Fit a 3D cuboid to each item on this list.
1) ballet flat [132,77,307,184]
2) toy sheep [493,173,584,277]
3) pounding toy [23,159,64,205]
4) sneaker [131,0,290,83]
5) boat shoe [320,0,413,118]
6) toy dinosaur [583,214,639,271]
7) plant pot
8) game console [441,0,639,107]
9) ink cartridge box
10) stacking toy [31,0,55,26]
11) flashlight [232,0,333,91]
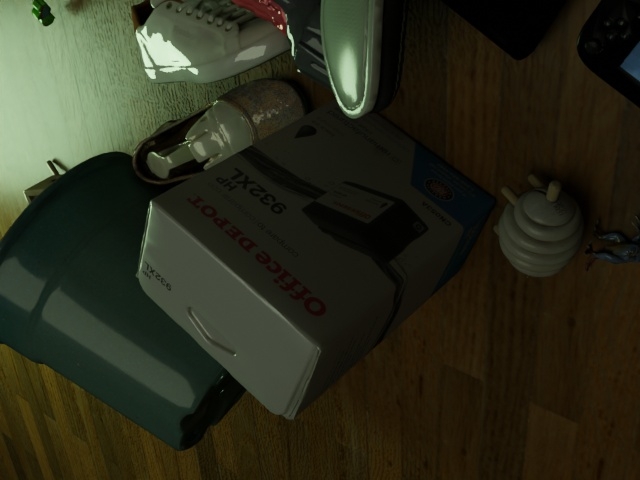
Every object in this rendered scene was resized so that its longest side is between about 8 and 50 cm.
[{"bbox_3d":[-0.145,-0.125,1.081,0.316,0.106,0.108,-14,106,48],"label":"ballet flat"},{"bbox_3d":[0.217,-0.014,0.816,0.091,0.091,0.132,32,153,26],"label":"toy sheep"},{"bbox_3d":[-0.440,-0.068,1.439,0.141,0.100,0.130,-2,116,34],"label":"pounding toy"},{"bbox_3d":[-0.140,-0.258,0.983,0.290,0.106,0.123,6,123,44],"label":"sneaker"},{"bbox_3d":[0.056,-0.258,0.719,0.114,0.091,0.303,-173,81,-64],"label":"boat shoe"},{"bbox_3d":[0.302,0.006,0.797,0.082,0.047,0.090,20,163,24],"label":"toy dinosaur"},{"bbox_3d":[-0.250,0.104,1.196,0.334,0.341,0.341,35,137,12],"label":"plant pot"},{"bbox_3d":[0.248,-0.190,0.665,0.361,0.044,0.213,41,152,10],"label":"game console"},{"bbox_3d":[0.000,0.000,0.865,0.223,0.307,0.129,40,138,17],"label":"ink cartridge box"},{"bbox_3d":[-0.434,-0.443,1.199,0.167,0.052,0.221,45,141,15],"label":"stacking toy"},{"bbox_3d":[-0.081,-0.251,0.842,0.304,0.103,0.103,35,168,13],"label":"flashlight"}]
